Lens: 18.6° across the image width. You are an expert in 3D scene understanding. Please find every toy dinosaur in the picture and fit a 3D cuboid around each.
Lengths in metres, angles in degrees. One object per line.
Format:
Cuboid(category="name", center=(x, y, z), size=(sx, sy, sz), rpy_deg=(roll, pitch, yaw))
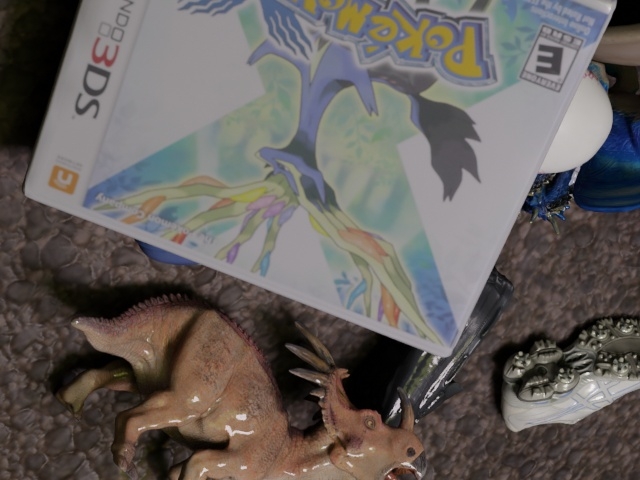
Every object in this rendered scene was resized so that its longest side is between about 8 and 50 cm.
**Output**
Cuboid(category="toy dinosaur", center=(-0.074, 0.115, 1.522), size=(0.200, 0.127, 0.296), rpy_deg=(-45, 114, -7))

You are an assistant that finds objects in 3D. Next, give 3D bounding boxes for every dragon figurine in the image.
Cuboid(category="dragon figurine", center=(0.247, -0.063, 1.509), size=(0.085, 0.289, 0.144), rpy_deg=(2, 98, -48))

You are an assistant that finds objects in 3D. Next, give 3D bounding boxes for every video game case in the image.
Cuboid(category="video game case", center=(-0.010, -0.098, 1.314), size=(0.329, 0.036, 0.300), rpy_deg=(21, 121, -3))

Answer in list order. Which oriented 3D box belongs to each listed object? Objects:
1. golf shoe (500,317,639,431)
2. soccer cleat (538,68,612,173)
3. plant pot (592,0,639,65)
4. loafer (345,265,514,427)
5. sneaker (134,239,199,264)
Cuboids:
Cuboid(category="golf shoe", center=(0.235, 0.122, 1.718), size=(0.176, 0.069, 0.086), rpy_deg=(-9, 140, -18))
Cuboid(category="soccer cleat", center=(0.072, -0.125, 1.395), size=(0.331, 0.143, 0.116), rpy_deg=(25, 104, -16))
Cuboid(category="plant pot", center=(0.291, -0.247, 1.413), size=(0.323, 0.323, 0.280), rpy_deg=(-53, 142, 8))
Cuboid(category="loafer", center=(0.083, 0.114, 1.618), size=(0.078, 0.076, 0.223), rpy_deg=(28, 98, -27))
Cuboid(category="sneaker", center=(0.000, 0.000, 1.495), size=(0.296, 0.112, 0.131), rpy_deg=(-9, 122, -20))
